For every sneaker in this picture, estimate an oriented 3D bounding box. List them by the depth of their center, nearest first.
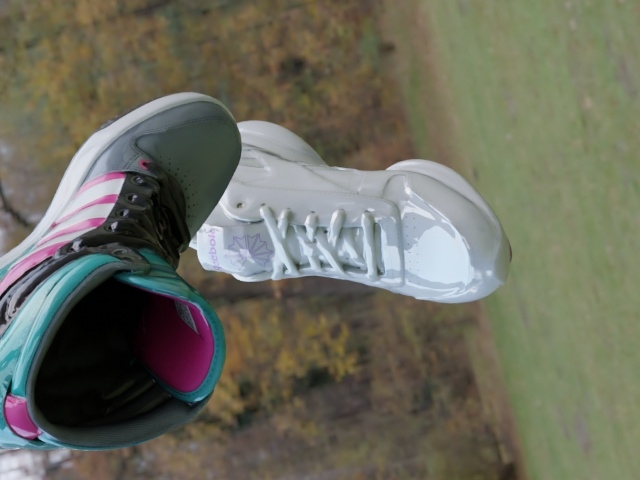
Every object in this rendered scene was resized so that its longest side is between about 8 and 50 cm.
[{"bbox_3d":[-0.109,0.019,0.906,0.178,0.295,0.123,12,141,44],"label":"sneaker"},{"bbox_3d":[0.000,0.000,1.139,0.152,0.305,0.114,-35,-52,-40],"label":"sneaker"}]
